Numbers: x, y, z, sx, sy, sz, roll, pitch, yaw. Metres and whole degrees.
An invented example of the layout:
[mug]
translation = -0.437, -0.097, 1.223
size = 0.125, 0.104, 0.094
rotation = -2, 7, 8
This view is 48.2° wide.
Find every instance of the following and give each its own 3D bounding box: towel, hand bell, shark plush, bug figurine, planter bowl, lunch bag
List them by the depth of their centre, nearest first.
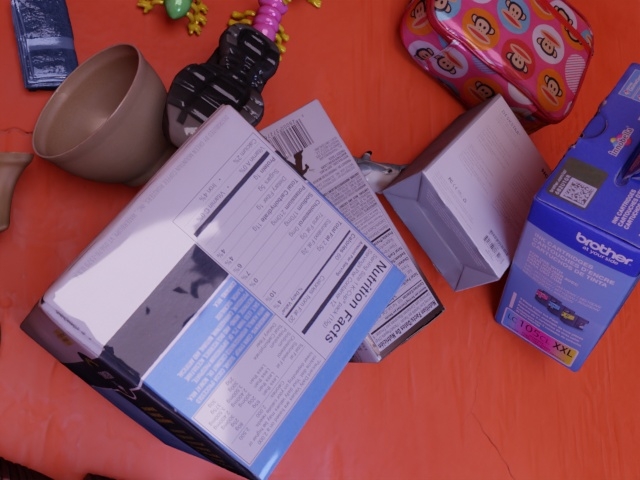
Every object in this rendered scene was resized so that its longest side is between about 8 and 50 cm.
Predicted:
[hand bell]
translation = -0.367, 0.028, 0.770
size = 0.126, 0.126, 0.242
rotation = -4, 94, -25
[planter bowl]
translation = -0.232, -0.130, 0.825
size = 0.109, 0.162, 0.162
rotation = 43, 64, -43
[towel]
translation = -0.330, -0.239, 0.859
size = 0.067, 0.029, 0.119
rotation = -9, 85, -26
[bug figurine]
translation = -0.113, -0.364, 0.955
size = 0.279, 0.072, 0.216
rotation = 17, 75, -21
[shark plush]
translation = 0.075, -0.107, 1.007
size = 0.161, 0.073, 0.067
rotation = -13, 56, -21
[lunch bag]
translation = 0.284, -0.329, 1.108
size = 0.293, 0.120, 0.258
rotation = 36, 65, -16

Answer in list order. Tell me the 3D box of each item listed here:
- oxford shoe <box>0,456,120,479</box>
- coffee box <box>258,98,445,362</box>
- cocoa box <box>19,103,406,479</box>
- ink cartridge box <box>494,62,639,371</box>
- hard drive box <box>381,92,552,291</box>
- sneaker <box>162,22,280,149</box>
[oxford shoe]
translation = -0.319, 0.296, 0.723
size = 0.348, 0.123, 0.130
rotation = 20, 80, -18
[coffee box]
translation = 0.000, 0.000, 0.889
size = 0.119, 0.168, 0.297
rotation = -35, 96, -25
[cocoa box]
translation = -0.129, 0.065, 0.720
size = 0.228, 0.347, 0.231
rotation = 43, 66, -12
[ink cartridge box]
translation = 0.379, -0.036, 0.937
size = 0.151, 0.395, 0.270
rotation = 31, 65, 23
[hard drive box]
translation = 0.224, -0.071, 1.016
size = 0.232, 0.089, 0.181
rotation = -43, 101, -36
[sneaker]
translation = -0.118, -0.160, 0.839
size = 0.101, 0.106, 0.267
rotation = 35, 35, -9
